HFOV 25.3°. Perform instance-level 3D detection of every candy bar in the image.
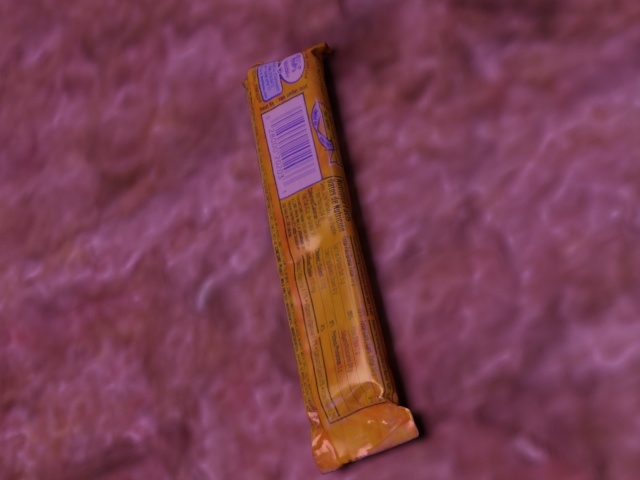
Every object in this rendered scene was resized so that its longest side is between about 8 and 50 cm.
[{"bbox_3d":[0.000,0.000,0.511,0.040,0.018,0.161,-23,65,26],"label":"candy bar"}]
